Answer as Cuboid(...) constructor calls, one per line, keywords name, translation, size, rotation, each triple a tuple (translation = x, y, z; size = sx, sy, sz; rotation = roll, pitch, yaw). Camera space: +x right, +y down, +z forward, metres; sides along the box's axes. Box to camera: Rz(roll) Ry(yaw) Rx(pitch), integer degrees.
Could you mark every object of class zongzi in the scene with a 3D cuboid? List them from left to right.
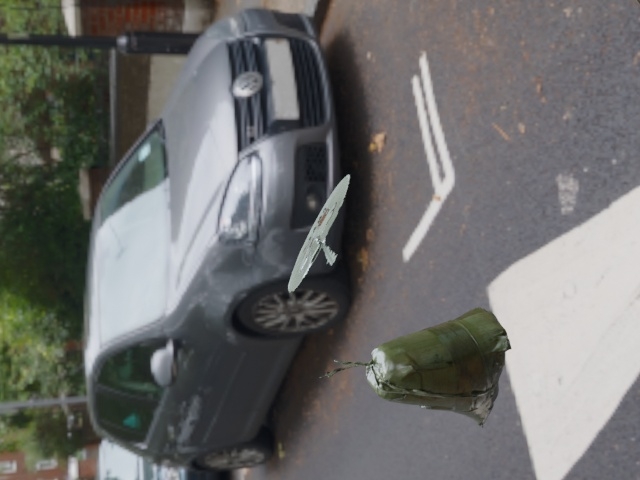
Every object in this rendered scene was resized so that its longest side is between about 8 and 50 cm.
Cuboid(name="zongzi", translation=(0.078, 0.130, 0.673), size=(0.062, 0.154, 0.130), rotation=(-127, 28, -45))

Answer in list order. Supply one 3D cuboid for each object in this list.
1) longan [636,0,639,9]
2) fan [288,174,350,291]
Cuboid(name="longan", translation=(0.439, -0.315, 0.891), size=(0.248, 0.248, 0.248), rotation=(178, 90, -75))
Cuboid(name="fan", translation=(-0.001, 0.000, 1.130), size=(0.190, 0.009, 0.329), rotation=(-62, 8, 7))
